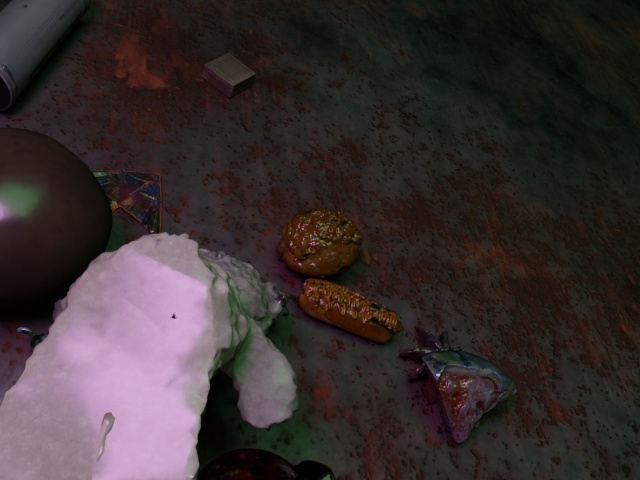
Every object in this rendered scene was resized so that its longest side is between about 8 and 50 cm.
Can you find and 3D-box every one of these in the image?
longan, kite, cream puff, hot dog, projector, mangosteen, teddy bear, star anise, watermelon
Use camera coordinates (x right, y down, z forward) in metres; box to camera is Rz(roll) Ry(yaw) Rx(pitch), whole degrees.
[{"bbox_3d":[-0.398,-0.026,0.806,0.245,0.215,0.246,18,24,-8],"label":"longan"},{"bbox_3d":[-0.317,-0.069,1.020,0.190,0.010,0.159,37,49,10],"label":"kite"},{"bbox_3d":[0.002,-0.002,1.031,0.143,0.103,0.126,-5,28,-37],"label":"cream puff"},{"bbox_3d":[0.045,0.108,1.006,0.188,0.055,0.072,22,48,-7],"label":"hot dog"},{"bbox_3d":[-0.521,-0.369,1.112,0.108,0.108,0.338,19,47,-9],"label":"projector"},{"bbox_3d":[-0.067,0.316,0.714,0.184,0.172,0.172,-18,61,-39],"label":"mangosteen"},{"bbox_3d":[-0.180,0.154,0.773,0.327,0.362,0.376,16,71,4],"label":"teddy bear"},{"bbox_3d":[0.193,0.198,1.010,0.140,0.042,0.141,12,48,-14],"label":"star anise"},{"bbox_3d":[0.235,0.240,0.950,0.187,0.071,0.139,20,74,-26],"label":"watermelon"}]

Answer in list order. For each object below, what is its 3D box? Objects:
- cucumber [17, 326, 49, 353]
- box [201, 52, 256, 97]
[{"bbox_3d":[-0.284,0.186,0.794,0.250,0.056,0.056,33,46,4],"label":"cucumber"},{"bbox_3d":[-0.190,-0.342,1.289,0.083,0.035,0.079,39,47,10],"label":"box"}]
